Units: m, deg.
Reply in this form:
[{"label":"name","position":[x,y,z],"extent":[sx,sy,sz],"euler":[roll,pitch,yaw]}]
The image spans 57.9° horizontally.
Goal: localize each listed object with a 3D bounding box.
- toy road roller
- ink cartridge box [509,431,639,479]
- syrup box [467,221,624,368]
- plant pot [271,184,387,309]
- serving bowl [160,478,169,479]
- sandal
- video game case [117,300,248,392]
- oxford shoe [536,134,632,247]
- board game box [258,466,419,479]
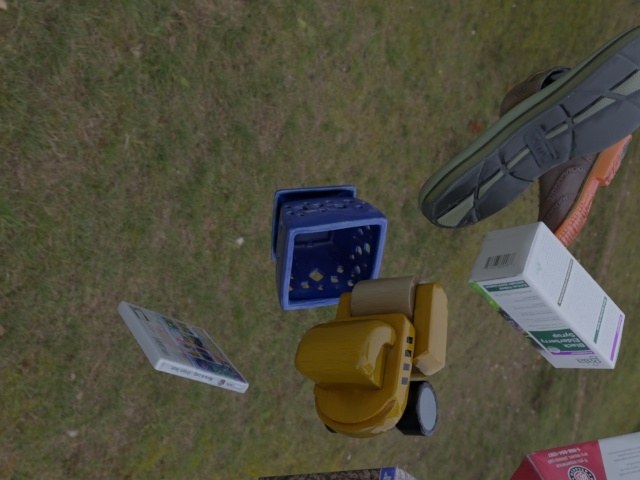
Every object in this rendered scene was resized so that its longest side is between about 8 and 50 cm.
[{"label":"toy road roller","position":[0.088,0.182,1.030],"extent":[0.240,0.203,0.329],"euler":[48,44,-42]},{"label":"ink cartridge box","position":[0.478,0.493,0.827],"extent":[0.279,0.384,0.160],"euler":[0,127,-22]},{"label":"syrup box","position":[0.328,0.086,0.828],"extent":[0.237,0.093,0.096],"euler":[42,59,-23]},{"label":"plant pot","position":[0.000,0.000,1.367],"extent":[0.236,0.212,0.235],"euler":[-6,127,-17]},{"label":"serving bowl","position":[-0.204,0.365,0.776],"extent":[0.027,0.083,0.083],"euler":[16,92,-33]},{"label":"sandal","position":[0.224,-0.127,0.596],"extent":[0.303,0.086,0.120],"euler":[-32,138,8]},{"label":"video game case","position":[-0.186,0.142,0.777],"extent":[0.143,0.157,0.019],"euler":[30,92,-41]},{"label":"oxford shoe","position":[0.526,-0.092,1.275],"extent":[0.363,0.133,0.130],"euler":[-58,151,3]},{"label":"board game box","position":[0.024,0.484,0.862],"extent":[0.141,0.291,0.232],"euler":[41,44,-31]}]
